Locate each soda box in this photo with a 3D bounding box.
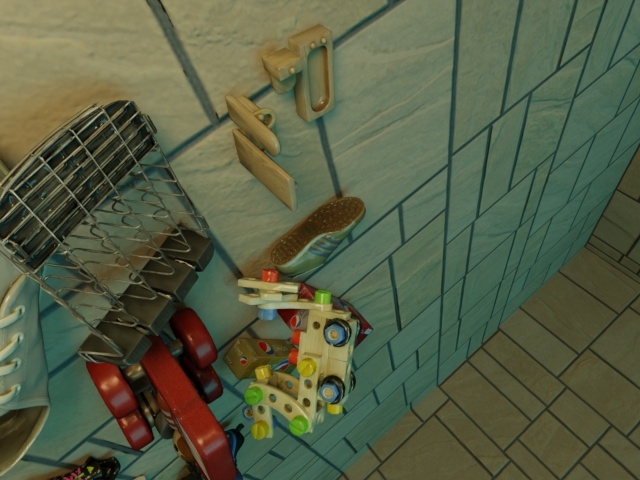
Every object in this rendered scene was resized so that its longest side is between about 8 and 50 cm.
[{"bbox_3d":[-0.116,0.249,0.996,0.061,0.058,0.181,-53,148,10],"label":"soda box"},{"bbox_3d":[0.017,0.175,1.035,0.083,0.092,0.263,-46,149,6],"label":"soda box"}]

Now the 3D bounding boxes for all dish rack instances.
[{"bbox_3d":[-0.221,-0.003,0.507,0.271,0.074,0.208,75,35,-48],"label":"dish rack"}]

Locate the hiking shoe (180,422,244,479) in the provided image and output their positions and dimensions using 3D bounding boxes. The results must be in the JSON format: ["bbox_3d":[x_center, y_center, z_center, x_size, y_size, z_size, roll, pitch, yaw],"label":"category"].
[{"bbox_3d":[-0.263,0.583,1.154,0.132,0.113,0.304,-12,135,-42],"label":"hiking shoe"}]

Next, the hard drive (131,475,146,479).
[{"bbox_3d":[-0.484,0.664,1.057,0.203,0.040,0.307,-20,140,-36],"label":"hard drive"}]

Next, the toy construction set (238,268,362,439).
[{"bbox_3d":[-0.047,0.203,0.841,0.151,0.215,0.327,-35,129,-60],"label":"toy construction set"}]

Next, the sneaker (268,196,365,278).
[{"bbox_3d":[0.000,0.000,0.846,0.192,0.064,0.086,-35,149,-9],"label":"sneaker"}]

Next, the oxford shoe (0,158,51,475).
[{"bbox_3d":[-0.355,0.096,0.473,0.169,0.130,0.449,-13,134,-39],"label":"oxford shoe"}]

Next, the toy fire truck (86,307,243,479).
[{"bbox_3d":[-0.210,0.274,0.725,0.169,0.254,0.302,-27,144,-27],"label":"toy fire truck"}]

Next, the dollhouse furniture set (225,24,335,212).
[{"bbox_3d":[-0.018,-0.153,0.586,0.151,0.123,0.144,-33,147,-20],"label":"dollhouse furniture set"}]

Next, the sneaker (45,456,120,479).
[{"bbox_3d":[-0.425,0.423,0.829,0.074,0.063,0.170,-51,153,9],"label":"sneaker"}]
